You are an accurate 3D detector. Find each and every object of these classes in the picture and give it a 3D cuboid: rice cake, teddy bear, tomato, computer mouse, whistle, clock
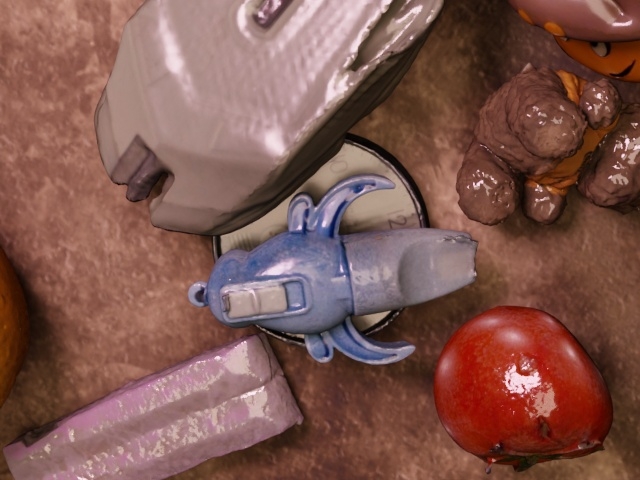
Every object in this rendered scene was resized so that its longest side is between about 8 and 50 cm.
[{"bbox_3d":[-0.172,0.191,1.194,0.297,0.050,0.106,-24,96,7],"label":"rice cake"},{"bbox_3d":[0.237,-0.087,1.097,0.190,0.140,0.177,18,141,-8],"label":"teddy bear"},{"bbox_3d":[0.187,0.137,1.118,0.167,0.167,0.167,1,98,4],"label":"tomato"},{"bbox_3d":[-0.027,-0.190,1.081,0.228,0.145,0.429,46,104,13],"label":"computer mouse"},{"bbox_3d":[0.011,0.032,1.104,0.269,0.093,0.180,-7,104,-2],"label":"whistle"},{"bbox_3d":[0.000,0.000,1.160,0.214,0.042,0.215,0,98,3],"label":"clock"}]

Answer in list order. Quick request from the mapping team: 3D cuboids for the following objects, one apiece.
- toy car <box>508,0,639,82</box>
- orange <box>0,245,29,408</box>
[{"bbox_3d":[0.292,-0.299,1.006,0.341,0.240,0.271,-48,48,-10],"label":"toy car"},{"bbox_3d":[-0.403,0.074,1.088,0.274,0.274,0.274,1,98,4],"label":"orange"}]
